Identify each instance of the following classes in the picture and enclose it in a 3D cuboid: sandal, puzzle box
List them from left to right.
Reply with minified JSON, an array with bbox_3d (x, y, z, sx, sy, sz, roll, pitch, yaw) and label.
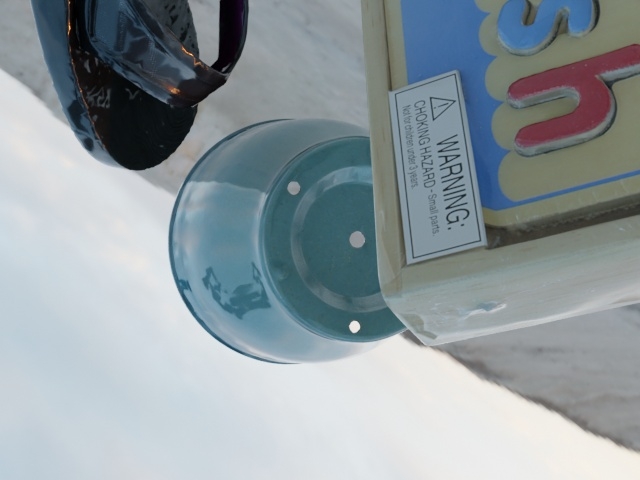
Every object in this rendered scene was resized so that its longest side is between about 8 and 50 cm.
[{"bbox_3d":[-0.118,-0.183,0.681,0.107,0.167,0.445,18,152,11],"label":"sandal"},{"bbox_3d":[0.146,-0.172,0.424,0.052,0.272,0.408,47,-146,-52],"label":"puzzle box"}]

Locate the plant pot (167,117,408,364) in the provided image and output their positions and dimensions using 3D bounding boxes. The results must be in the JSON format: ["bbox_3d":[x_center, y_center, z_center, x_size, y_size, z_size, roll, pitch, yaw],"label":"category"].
[{"bbox_3d":[0.000,0.000,0.979,0.272,0.271,0.255,36,171,-12],"label":"plant pot"}]
